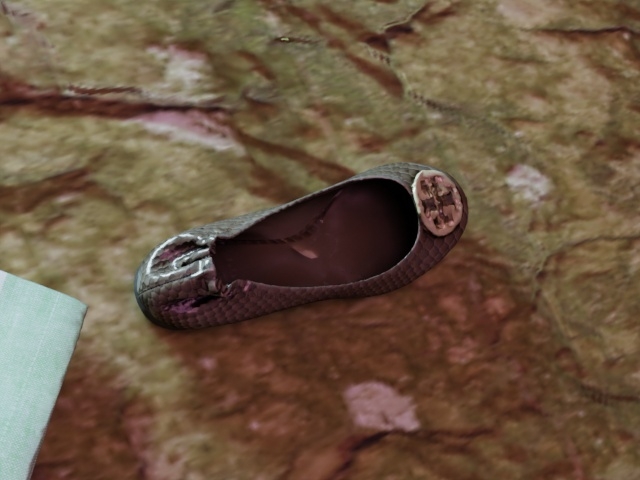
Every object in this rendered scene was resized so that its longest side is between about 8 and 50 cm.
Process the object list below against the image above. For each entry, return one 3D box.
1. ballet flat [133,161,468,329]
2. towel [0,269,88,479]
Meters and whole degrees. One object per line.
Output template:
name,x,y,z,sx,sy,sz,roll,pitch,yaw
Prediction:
ballet flat,0.000,0.000,0.790,0.250,0.058,0.084,-14,79,-29
towel,-0.283,0.041,0.589,0.325,0.038,0.248,24,31,-14
